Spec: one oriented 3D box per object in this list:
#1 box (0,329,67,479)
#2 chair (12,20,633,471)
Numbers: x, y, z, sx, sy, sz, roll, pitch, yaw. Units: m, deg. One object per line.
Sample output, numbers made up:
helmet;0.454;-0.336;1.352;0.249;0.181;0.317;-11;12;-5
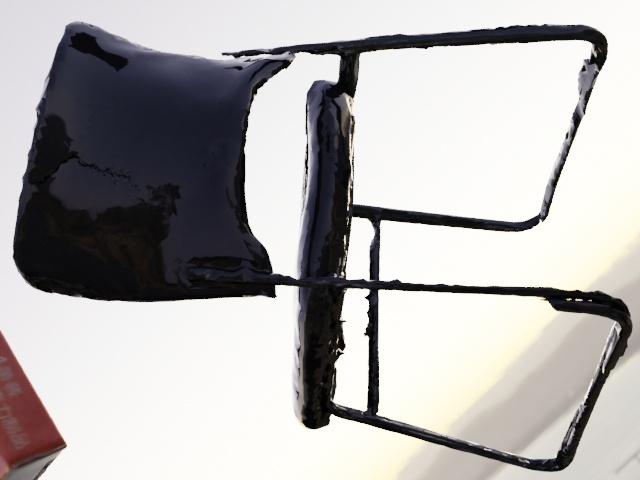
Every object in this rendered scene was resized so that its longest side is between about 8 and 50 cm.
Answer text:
box;-0.290;0.083;0.840;0.048;0.273;0.265;-20;-19;-44
chair;0.000;0.000;0.528;0.145;0.221;0.140;96;177;-55
